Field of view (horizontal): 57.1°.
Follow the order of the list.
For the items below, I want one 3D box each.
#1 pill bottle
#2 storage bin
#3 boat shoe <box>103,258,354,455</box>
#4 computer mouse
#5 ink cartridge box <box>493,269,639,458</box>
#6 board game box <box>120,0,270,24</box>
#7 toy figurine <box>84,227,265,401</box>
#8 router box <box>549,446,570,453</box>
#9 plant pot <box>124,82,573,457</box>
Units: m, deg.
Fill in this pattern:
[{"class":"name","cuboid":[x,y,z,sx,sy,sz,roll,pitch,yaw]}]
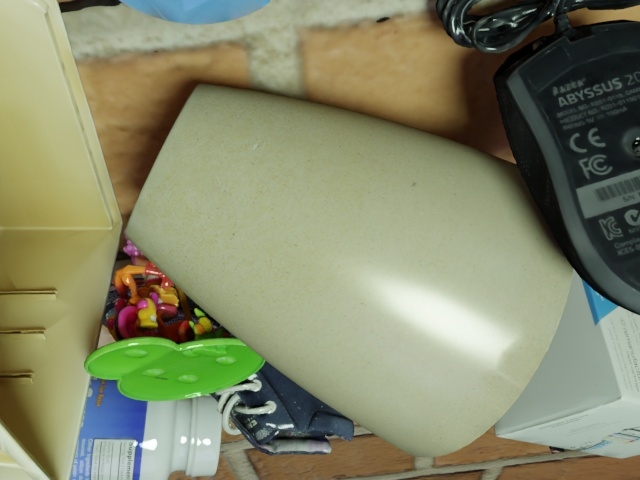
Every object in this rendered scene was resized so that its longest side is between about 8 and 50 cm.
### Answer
[{"class":"pill bottle","cuboid":[-0.271,0.247,0.768,0.272,0.152,0.152,5,139,-14]},{"class":"storage bin","cuboid":[-0.238,-0.001,0.394,0.123,0.262,0.260,0,140,-5]},{"class":"boat shoe","cuboid":[-0.097,0.139,0.657,0.340,0.158,0.127,20,133,-28]},{"class":"computer mouse","cuboid":[0.196,-0.072,0.386,0.188,0.272,0.072,-13,159,5]},{"class":"ink cartridge box","cuboid":[0.336,0.145,0.701,0.232,0.171,0.168,17,143,-27]},{"class":"board game box","cuboid":[-0.082,-0.215,0.342,0.133,0.033,0.169,10,132,-12]},{"class":"toy figurine","cuboid":[-0.142,0.045,0.535,0.130,0.159,0.173,-29,150,20]},{"class":"router box","cuboid":[0.420,0.286,0.955,0.122,0.092,0.038,-12,140,8]},{"class":"plant pot","cuboid":[0.000,0.000,0.469,0.274,0.256,0.256,26,132,-14]}]
